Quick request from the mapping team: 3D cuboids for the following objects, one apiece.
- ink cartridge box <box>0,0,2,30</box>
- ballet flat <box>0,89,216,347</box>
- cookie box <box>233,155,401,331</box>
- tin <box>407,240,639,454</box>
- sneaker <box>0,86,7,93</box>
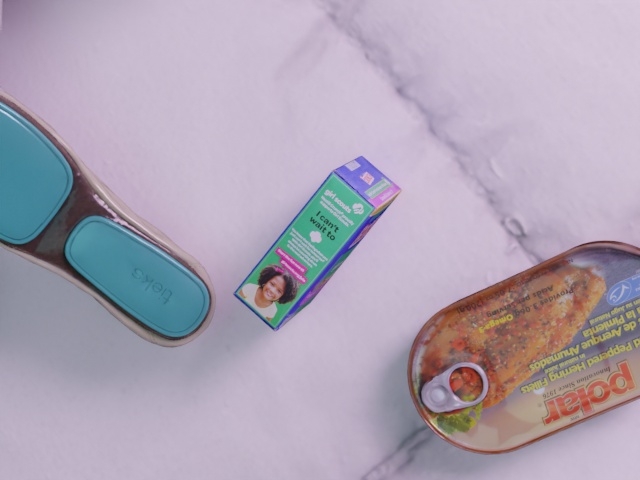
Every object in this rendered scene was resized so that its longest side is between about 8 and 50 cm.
[{"bbox_3d":[-0.327,-0.244,0.906,0.207,0.119,0.354,-2,84,17],"label":"ink cartridge box"},{"bbox_3d":[-0.176,-0.018,0.923,0.086,0.086,0.248,-41,106,17],"label":"ballet flat"},{"bbox_3d":[0.000,0.000,0.895,0.040,0.092,0.107,40,106,5],"label":"cookie box"},{"bbox_3d":[0.149,0.071,0.892,0.189,0.040,0.106,-26,86,18],"label":"tin"},{"bbox_3d":[-0.277,-0.010,0.970,0.153,0.099,0.282,-15,90,19],"label":"sneaker"}]
